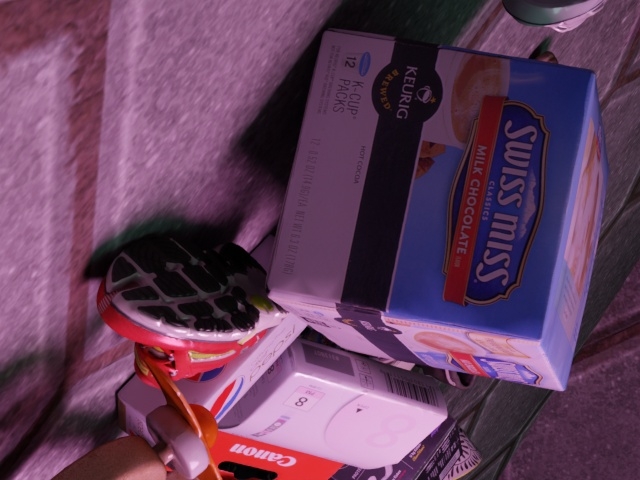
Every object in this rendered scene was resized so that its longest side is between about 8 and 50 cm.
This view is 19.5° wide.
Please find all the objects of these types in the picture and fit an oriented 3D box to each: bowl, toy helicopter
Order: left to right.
[{"bbox_3d":[-0.156,0.206,1.504,0.235,0.140,0.355,-46,166,6],"label":"toy helicopter"},{"bbox_3d":[0.148,0.305,2.760,0.170,0.080,0.170,-16,-169,3],"label":"bowl"}]

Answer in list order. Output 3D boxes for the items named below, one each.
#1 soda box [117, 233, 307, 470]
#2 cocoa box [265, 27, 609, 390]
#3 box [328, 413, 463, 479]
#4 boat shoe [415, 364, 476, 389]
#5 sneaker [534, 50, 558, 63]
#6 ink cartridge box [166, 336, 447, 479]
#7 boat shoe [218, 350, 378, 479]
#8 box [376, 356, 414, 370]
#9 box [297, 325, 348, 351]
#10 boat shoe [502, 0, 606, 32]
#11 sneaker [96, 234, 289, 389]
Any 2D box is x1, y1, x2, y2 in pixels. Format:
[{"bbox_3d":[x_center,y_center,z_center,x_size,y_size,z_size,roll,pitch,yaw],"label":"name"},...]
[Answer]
[{"bbox_3d":[-0.088,0.099,1.671,0.216,0.069,0.074,-47,163,-25],"label":"soda box"},{"bbox_3d":[0.117,-0.015,1.607,0.347,0.228,0.231,46,56,-75],"label":"cocoa box"},{"bbox_3d":[0.086,0.278,2.450,0.163,0.142,0.247,-53,166,-9],"label":"box"},{"bbox_3d":[0.192,0.084,2.427,0.112,0.095,0.335,-45,163,-29],"label":"boat shoe"},{"bbox_3d":[0.246,-0.133,2.158,0.066,0.071,0.188,-37,158,-47],"label":"sneaker"},{"bbox_3d":[-0.018,0.198,1.835,0.189,0.066,0.232,18,126,-32],"label":"ink cartridge box"},{"bbox_3d":[0.002,0.137,1.938,0.340,0.113,0.127,-57,165,12],"label":"boat shoe"},{"bbox_3d":[0.103,0.059,2.107,0.275,0.094,0.113,-53,165,-6],"label":"box"},{"bbox_3d":[-0.028,0.128,1.845,0.027,0.094,0.137,-113,-145,-57],"label":"box"},{"bbox_3d":[0.250,-0.250,1.869,0.258,0.095,0.084,-33,151,-50],"label":"boat shoe"},{"bbox_3d":[-0.110,0.073,1.495,0.118,0.107,0.279,-46,164,12],"label":"sneaker"}]
